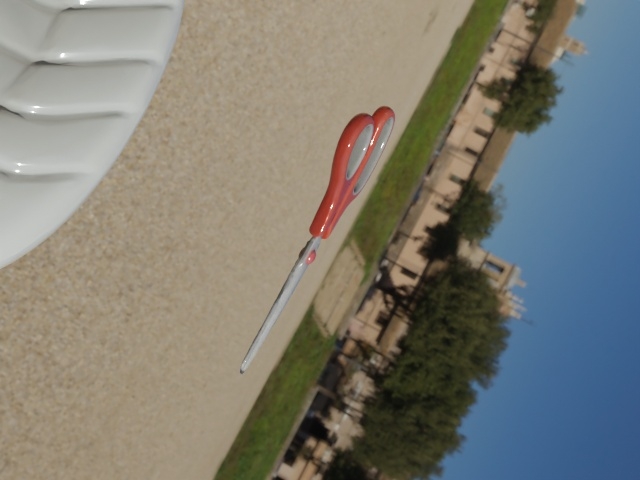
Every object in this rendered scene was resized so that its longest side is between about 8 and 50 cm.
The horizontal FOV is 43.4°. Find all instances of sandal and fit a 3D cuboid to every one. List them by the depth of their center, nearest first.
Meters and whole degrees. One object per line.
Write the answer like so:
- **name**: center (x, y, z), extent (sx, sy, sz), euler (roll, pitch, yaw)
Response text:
- **sandal**: center (-0.140, -0.170, 0.384), extent (0.102, 0.169, 0.417), euler (132, -33, -71)

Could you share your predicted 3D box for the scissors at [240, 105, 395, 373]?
- **scissors**: center (0.000, 0.000, 0.815), extent (0.297, 0.021, 0.109), euler (-66, 164, 13)
